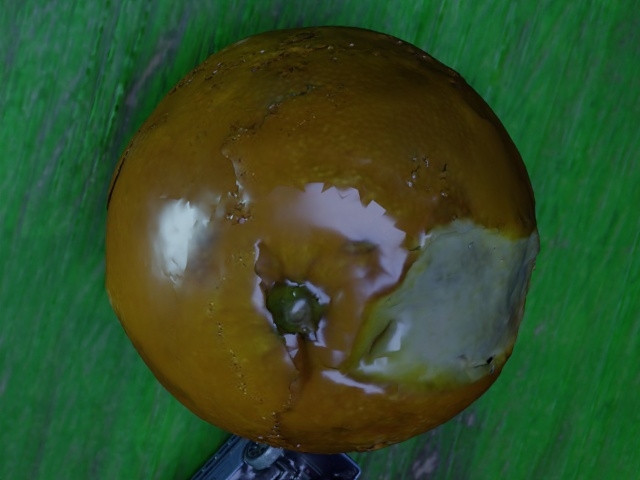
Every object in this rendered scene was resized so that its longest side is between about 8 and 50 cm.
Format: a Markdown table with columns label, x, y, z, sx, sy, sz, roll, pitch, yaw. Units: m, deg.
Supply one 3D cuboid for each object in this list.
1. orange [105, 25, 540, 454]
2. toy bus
| label | x | y | z | sx | sy | sz | roll | pitch | yaw |
| --- | --- | --- | --- | --- | --- | --- | --- | --- | --- |
| orange | 0.000 | 0.000 | 0.759 | 0.240 | 0.240 | 0.240 | -4 | 106 | -13 |
| toy bus | -0.057 | 0.179 | 0.873 | 0.167 | 0.076 | 0.073 | -45 | 112 | -1 |
